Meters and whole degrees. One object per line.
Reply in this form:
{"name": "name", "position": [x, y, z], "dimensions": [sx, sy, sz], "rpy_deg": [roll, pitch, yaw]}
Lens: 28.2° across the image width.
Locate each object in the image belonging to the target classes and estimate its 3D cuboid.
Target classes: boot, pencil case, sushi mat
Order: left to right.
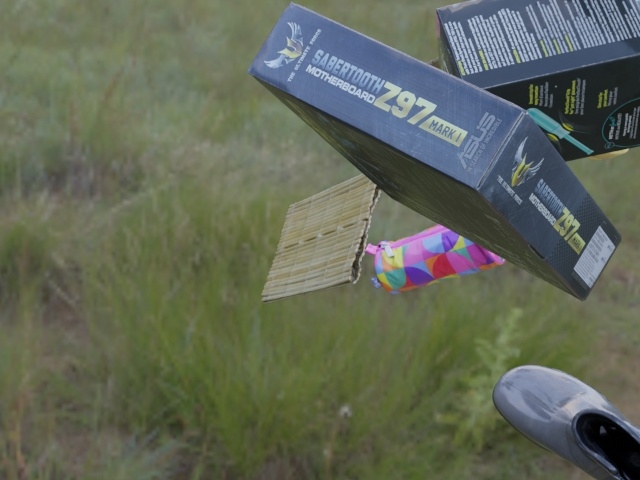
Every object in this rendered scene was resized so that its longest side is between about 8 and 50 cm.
{"name": "sushi mat", "position": [0.000, 0.000, 1.648], "dimensions": [0.019, 0.151, 0.316], "rpy_deg": [23, -15, -18]}
{"name": "pencil case", "position": [0.197, 0.022, 2.149], "dimensions": [0.236, 0.104, 0.104], "rpy_deg": [-17, 11, 31]}
{"name": "boot", "position": [0.364, 0.253, 1.712], "dimensions": [0.338, 0.118, 0.223], "rpy_deg": [29, -5, 26]}

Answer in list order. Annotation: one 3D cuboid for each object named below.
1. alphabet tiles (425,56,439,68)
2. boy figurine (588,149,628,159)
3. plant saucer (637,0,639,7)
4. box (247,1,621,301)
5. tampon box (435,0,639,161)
{"name": "alphabet tiles", "position": [0.247, -0.276, 1.893], "dimensions": [0.198, 0.009, 0.237], "rpy_deg": [-12, 2, -12]}
{"name": "boy figurine", "position": [0.535, -0.230, 2.436], "dimensions": [0.092, 0.177, 0.285], "rpy_deg": [7, 37, 4]}
{"name": "plant saucer", "position": [0.555, -0.307, 2.051], "dimensions": [0.067, 0.192, 0.018], "rpy_deg": [-21, -4, -3]}
{"name": "box", "position": [0.082, -0.053, 0.834], "dimensions": [0.183, 0.059, 0.233], "rpy_deg": [30, -4, 33]}
{"name": "tampon box", "position": [0.186, -0.138, 1.070], "dimensions": [0.161, 0.120, 0.101], "rpy_deg": [-12, 54, -1]}
